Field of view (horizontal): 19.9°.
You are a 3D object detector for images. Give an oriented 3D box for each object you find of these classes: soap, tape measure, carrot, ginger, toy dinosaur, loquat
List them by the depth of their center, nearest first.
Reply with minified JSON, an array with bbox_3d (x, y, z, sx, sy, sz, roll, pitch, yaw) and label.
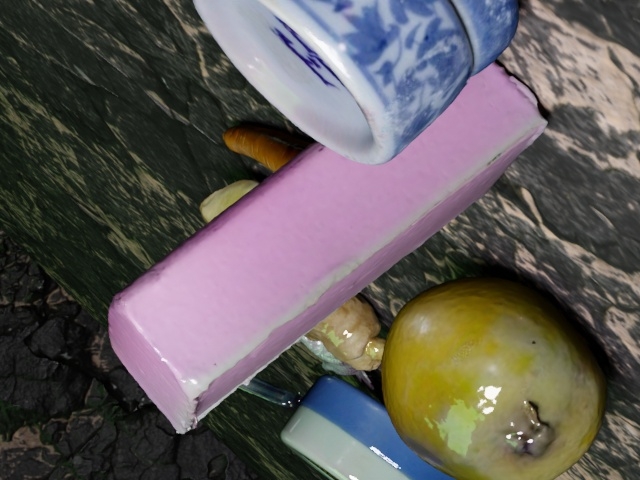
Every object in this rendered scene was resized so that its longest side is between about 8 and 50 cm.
[{"bbox_3d":[-0.001,-0.001,1.073,0.081,0.259,0.181,50,168,5],"label":"soap"},{"bbox_3d":[0.114,0.098,1.280,0.152,0.152,0.195,52,173,-27],"label":"loquat"},{"bbox_3d":[-0.035,-0.072,1.441,0.037,0.037,0.190,52,168,-29],"label":"carrot"},{"bbox_3d":[-0.022,0.033,1.630,0.137,0.074,0.213,28,165,50],"label":"ginger"},{"bbox_3d":[0.015,0.101,1.773,0.082,0.039,0.209,24,169,33],"label":"toy dinosaur"},{"bbox_3d":[0.006,0.183,1.848,0.351,0.098,0.215,34,172,1],"label":"tape measure"}]

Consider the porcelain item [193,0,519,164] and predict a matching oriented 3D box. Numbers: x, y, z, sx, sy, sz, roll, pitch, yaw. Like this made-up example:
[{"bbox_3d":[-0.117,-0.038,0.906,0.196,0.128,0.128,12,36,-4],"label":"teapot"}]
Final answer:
[{"bbox_3d":[0.019,-0.125,0.939,0.147,0.114,0.147,42,168,11],"label":"porcelain item"}]
